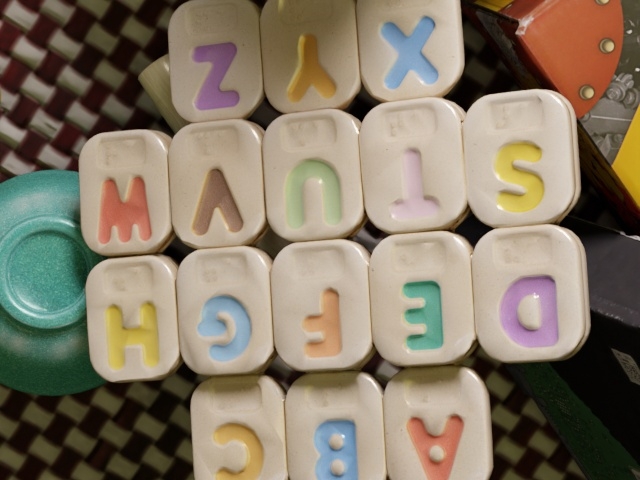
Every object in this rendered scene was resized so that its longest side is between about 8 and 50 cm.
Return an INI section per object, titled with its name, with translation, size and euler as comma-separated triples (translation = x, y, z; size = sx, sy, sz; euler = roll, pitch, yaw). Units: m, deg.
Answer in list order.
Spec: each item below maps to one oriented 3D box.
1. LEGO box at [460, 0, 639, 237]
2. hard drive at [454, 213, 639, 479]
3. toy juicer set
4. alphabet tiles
[LEGO box]
translation = 0.393, -0.130, 1.084
size = 0.500, 0.193, 0.372
euler = -37, 102, 2
[hard drive]
translation = 0.212, 0.102, 1.023
size = 0.064, 0.339, 0.237
euler = -40, 112, -13
[toy juicer set]
translation = -0.164, -0.012, 1.111
size = 0.329, 0.089, 0.209
euler = -14, 84, -5
[alphabet tiles]
translation = 0.000, 0.000, 1.002
size = 0.284, 0.021, 0.278
euler = -4, 87, 22
